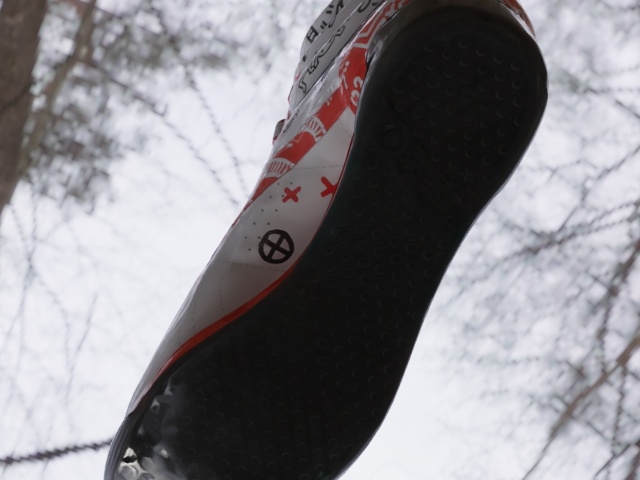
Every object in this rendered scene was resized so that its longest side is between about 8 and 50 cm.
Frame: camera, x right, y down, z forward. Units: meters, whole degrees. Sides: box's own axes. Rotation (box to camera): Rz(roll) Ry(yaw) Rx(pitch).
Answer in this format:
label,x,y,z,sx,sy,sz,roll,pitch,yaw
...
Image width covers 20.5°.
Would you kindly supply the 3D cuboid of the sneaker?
label,x,y,z,sx,sy,sz,roll,pitch,yaw
sneaker,0.001,0.000,0.746,0.090,0.270,0.145,28,-160,-12
